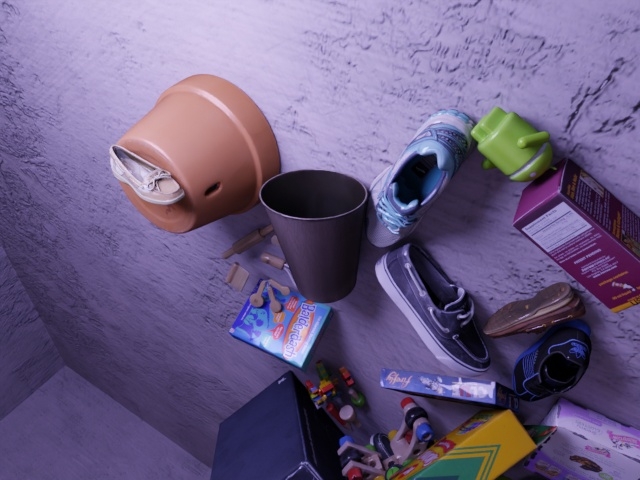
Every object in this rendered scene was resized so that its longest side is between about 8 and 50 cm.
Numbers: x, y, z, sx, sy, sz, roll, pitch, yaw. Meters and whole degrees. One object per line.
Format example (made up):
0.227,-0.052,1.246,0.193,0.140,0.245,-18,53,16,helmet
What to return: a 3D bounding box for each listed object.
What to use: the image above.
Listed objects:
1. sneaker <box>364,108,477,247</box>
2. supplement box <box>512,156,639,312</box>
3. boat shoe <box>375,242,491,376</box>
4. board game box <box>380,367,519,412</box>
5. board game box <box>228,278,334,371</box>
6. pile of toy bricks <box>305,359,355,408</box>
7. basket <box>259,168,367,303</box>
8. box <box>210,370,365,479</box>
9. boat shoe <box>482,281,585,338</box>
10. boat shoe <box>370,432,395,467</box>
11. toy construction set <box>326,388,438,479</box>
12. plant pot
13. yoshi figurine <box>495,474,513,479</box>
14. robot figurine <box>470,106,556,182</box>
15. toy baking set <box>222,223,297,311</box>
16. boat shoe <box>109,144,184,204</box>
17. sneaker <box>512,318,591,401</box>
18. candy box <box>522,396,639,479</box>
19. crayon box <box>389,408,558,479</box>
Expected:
0.129,-0.075,0.680,0.110,0.122,0.283,34,137,7,sneaker
0.368,-0.009,0.577,0.188,0.104,0.081,41,138,1,supplement box
0.235,0.129,0.793,0.301,0.108,0.102,51,136,-2,boat shoe
0.272,0.317,0.901,0.243,0.042,0.165,-6,154,39,board game box
-0.095,0.202,1.038,0.210,0.160,0.047,19,155,21,board game box
0.015,0.383,1.173,0.105,0.117,0.212,58,160,22,pile of toy bricks
0.000,0.000,0.820,0.204,0.154,0.227,13,135,27,basket
-0.035,0.693,1.133,0.472,0.297,0.480,55,177,-10,box
0.363,0.136,0.730,0.060,0.064,0.178,45,134,-4,boat shoe
0.269,0.666,1.212,0.302,0.114,0.091,47,112,7,boat shoe
0.176,0.551,1.120,0.308,0.257,0.237,18,149,51,toy construction set
-0.254,-0.150,0.832,0.290,0.203,0.291,19,132,22,plant pot
0.378,0.666,1.000,0.202,0.203,0.363,24,111,41,yoshi figurine
0.265,-0.128,0.580,0.115,0.067,0.101,41,165,-1,robot figurine
-0.110,0.060,0.997,0.256,0.030,0.197,-34,98,23,toy baking set
-0.291,-0.109,0.703,0.152,0.056,0.048,32,142,21,boat shoe
0.406,0.241,0.766,0.081,0.090,0.233,23,134,18,sneaker
0.526,0.425,0.848,0.164,0.070,0.197,21,134,21,candy box
0.290,0.433,0.849,0.081,0.318,0.202,56,172,22,crayon box
